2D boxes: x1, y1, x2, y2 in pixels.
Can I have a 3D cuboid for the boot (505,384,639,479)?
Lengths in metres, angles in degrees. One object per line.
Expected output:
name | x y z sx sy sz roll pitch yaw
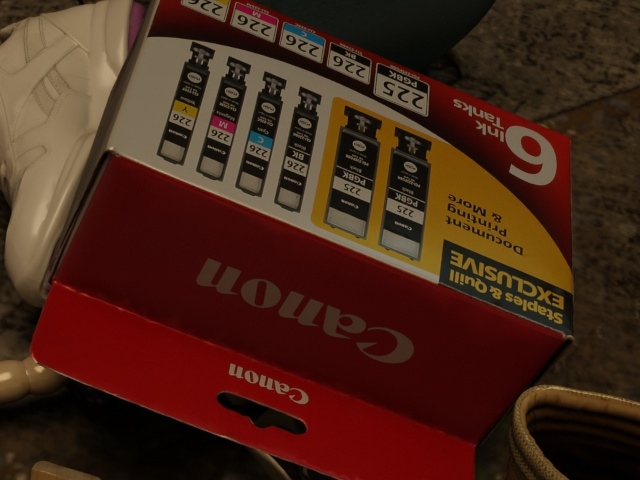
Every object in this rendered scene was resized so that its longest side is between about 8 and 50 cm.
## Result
boot | 0.207 0.203 0.852 0.262 0.203 0.095 32 52 21

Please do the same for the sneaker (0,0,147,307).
sneaker | -0.207 -0.064 1.112 0.152 0.114 0.305 -3 43 7

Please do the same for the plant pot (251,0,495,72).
plant pot | 0.003 -0.249 1.192 0.247 0.252 0.248 -18 53 -23

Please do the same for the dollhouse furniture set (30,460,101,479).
dollhouse furniture set | -0.181 0.240 0.838 0.212 0.161 0.242 16 26 5

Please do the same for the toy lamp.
toy lamp | -0.268 0.107 0.952 0.275 0.080 0.080 -13 52 -18

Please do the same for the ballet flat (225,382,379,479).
ballet flat | -0.029 0.103 0.999 0.068 0.072 0.213 -23 54 -13

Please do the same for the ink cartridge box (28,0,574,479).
ink cartridge box | 0.000 0.000 0.962 0.309 0.130 0.271 21 42 -12
